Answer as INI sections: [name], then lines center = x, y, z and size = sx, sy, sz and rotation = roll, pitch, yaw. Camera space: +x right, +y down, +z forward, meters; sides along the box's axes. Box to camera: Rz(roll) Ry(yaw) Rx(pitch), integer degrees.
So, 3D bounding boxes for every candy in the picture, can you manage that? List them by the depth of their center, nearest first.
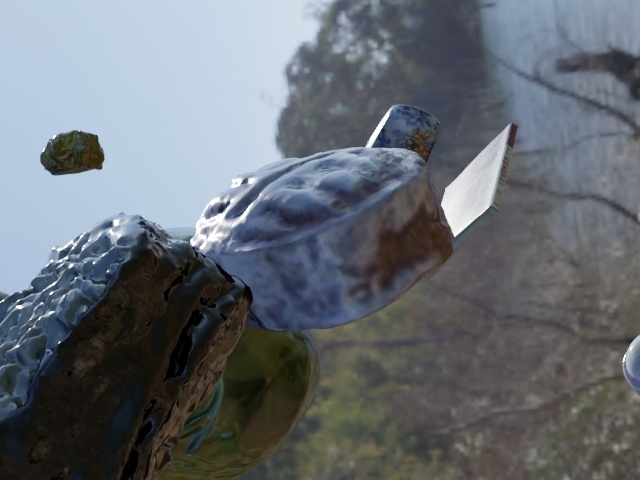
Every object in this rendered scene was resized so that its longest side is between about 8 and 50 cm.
[candy]
center = 0.000, 0.000, 1.214
size = 0.289, 0.214, 0.157
rotation = 6, 126, 59

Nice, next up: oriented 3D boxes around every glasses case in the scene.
[glasses case]
center = 0.088, -0.088, 1.765
size = 0.065, 0.087, 0.248
rotation = -82, 14, -46

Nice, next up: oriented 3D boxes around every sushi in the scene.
[sushi]
center = -0.199, 0.143, 0.959
size = 0.171, 0.211, 0.350
rotation = 46, -121, -22

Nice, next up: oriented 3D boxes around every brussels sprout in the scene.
[brussels sprout]
center = -0.173, 0.133, 1.445
size = 0.289, 0.355, 0.281
rotation = -46, 54, 42

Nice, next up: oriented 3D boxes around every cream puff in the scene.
[cream puff]
center = -0.335, -0.119, 1.709
size = 0.083, 0.083, 0.058
rotation = -5, -94, -48

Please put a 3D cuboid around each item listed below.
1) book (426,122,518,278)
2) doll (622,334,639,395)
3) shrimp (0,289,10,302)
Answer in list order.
[book]
center = 0.216, -0.060, 1.819
size = 0.162, 0.022, 0.232
rotation = -48, 10, 37
[doll]
center = 0.494, 0.200, 1.597
size = 0.094, 0.160, 0.365
rotation = 49, -167, -32
[shrimp]
center = -0.532, 0.107, 1.805
size = 0.185, 0.287, 0.068
rotation = 45, 122, 41
